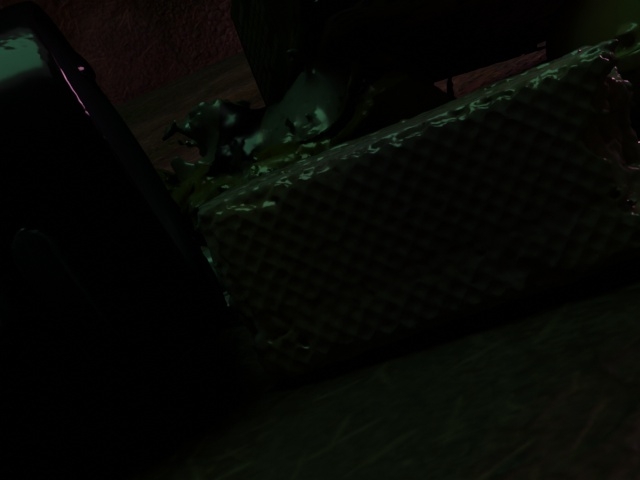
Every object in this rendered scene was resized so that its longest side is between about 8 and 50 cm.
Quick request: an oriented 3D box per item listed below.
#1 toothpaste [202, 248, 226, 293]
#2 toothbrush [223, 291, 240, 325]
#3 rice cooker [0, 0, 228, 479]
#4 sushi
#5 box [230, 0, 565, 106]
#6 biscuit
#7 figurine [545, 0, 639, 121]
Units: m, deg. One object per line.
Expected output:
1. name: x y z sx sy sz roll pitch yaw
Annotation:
1. toothpaste: 0.000 0.000 0.814 0.218 0.041 0.064 -19 26 11
2. toothbrush: 0.037 0.019 0.716 0.276 0.019 0.025 -14 23 36
3. rice cooker: -0.191 0.013 0.672 0.224 0.267 0.267 -33 15 -3
4. sushi: -0.040 -0.064 0.869 0.291 0.131 0.139 -15 -17 42
5. box: 0.126 -0.239 0.950 0.373 0.138 0.420 -19 -5 -7
6. biscuit: 0.060 -0.011 0.607 0.239 0.108 0.062 -20 9 21
7. figurine: 0.296 -0.171 0.768 0.325 0.124 0.222 -18 15 40
